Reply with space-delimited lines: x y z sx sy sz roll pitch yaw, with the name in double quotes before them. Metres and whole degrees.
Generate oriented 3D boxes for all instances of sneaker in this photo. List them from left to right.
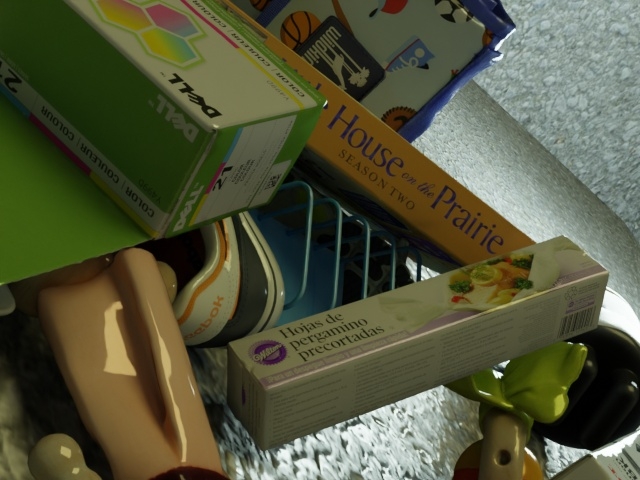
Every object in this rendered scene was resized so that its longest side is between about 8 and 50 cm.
"sneaker" -0.148 -0.060 0.899 0.321 0.126 0.127 54 17 19
"sneaker" 0.000 0.000 1.167 0.275 0.107 0.110 48 9 -1

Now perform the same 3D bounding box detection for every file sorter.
"file sorter" -0.002 0.035 1.001 0.170 0.104 0.118 28 57 -45

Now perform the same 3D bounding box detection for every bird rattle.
"bird rattle" 0.159 0.207 0.995 0.207 0.143 0.254 71 18 -63

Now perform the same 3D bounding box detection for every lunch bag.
"lunch bag" 0.008 -0.264 1.360 0.239 0.328 0.385 14 39 -53

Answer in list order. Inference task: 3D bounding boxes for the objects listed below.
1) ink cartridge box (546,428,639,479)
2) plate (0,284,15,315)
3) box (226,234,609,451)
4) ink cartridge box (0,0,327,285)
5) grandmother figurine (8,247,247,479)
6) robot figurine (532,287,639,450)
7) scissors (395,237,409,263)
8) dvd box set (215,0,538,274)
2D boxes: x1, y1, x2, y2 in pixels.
"ink cartridge box" 0.330 0.318 1.233 0.197 0.114 0.273 54 20 18
"plate" -0.323 -0.059 0.620 0.277 0.045 0.278 54 18 19
"box" 0.083 0.074 0.924 0.324 0.067 0.063 -17 39 -25
"ink cartridge box" -0.146 -0.090 0.728 0.189 0.097 0.255 42 31 16
"grandmother figurine" -0.079 0.146 0.660 0.207 0.104 0.342 17 34 -50
"robot figurine" 0.328 0.157 1.484 0.278 0.173 0.209 -64 134 -71
"scissors" 0.071 0.020 1.230 0.109 0.021 0.297 56 -4 23
"dvd box set" -0.001 -0.095 1.113 0.420 0.062 0.307 36 -3 -17
